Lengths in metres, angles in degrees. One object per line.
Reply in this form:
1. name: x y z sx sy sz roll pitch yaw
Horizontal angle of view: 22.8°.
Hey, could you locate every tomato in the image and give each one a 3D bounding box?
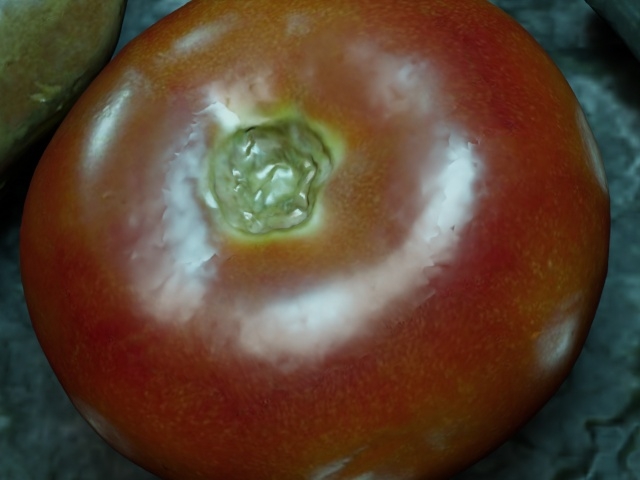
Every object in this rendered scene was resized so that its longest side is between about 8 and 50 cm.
1. tomato: 0.000 0.000 0.537 0.195 0.136 0.195 -4 70 10

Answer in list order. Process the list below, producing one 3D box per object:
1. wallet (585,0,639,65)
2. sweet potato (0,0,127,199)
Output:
1. wallet: 0.215 -0.057 0.529 0.168 0.052 0.245 -27 49 -4
2. sweet potato: -0.223 0.015 0.585 0.385 0.109 0.109 -38 69 1
